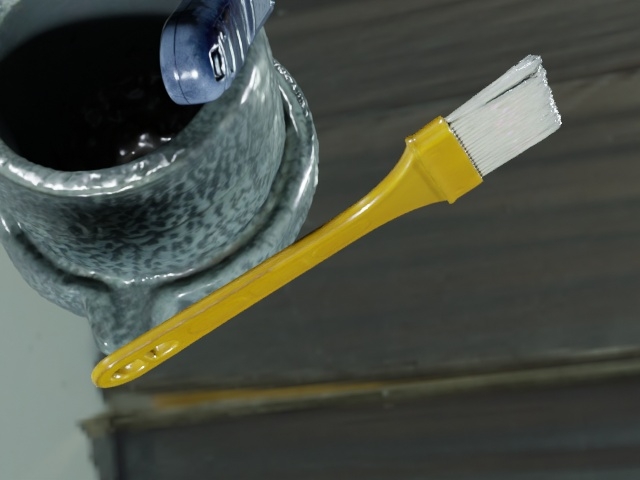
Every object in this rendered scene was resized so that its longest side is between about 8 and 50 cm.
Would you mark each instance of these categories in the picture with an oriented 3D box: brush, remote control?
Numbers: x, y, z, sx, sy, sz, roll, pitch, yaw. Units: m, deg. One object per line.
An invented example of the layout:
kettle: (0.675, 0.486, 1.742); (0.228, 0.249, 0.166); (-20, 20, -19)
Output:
brush: (0.000, 0.000, 0.760); (0.013, 0.272, 0.103); (59, 6, 18)
remote control: (-0.043, -0.099, 0.685); (0.152, 0.027, 0.043); (-74, 151, -63)

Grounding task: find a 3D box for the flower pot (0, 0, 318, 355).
flower pot: (-0.151, -0.061, 1.242); (0.283, 0.299, 0.299); (72, 19, -65)
